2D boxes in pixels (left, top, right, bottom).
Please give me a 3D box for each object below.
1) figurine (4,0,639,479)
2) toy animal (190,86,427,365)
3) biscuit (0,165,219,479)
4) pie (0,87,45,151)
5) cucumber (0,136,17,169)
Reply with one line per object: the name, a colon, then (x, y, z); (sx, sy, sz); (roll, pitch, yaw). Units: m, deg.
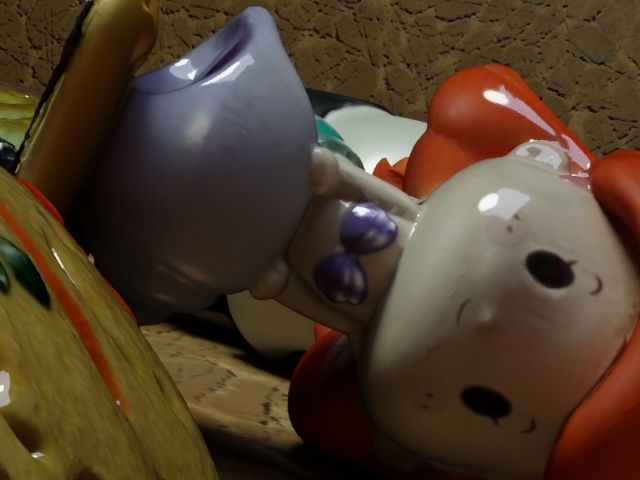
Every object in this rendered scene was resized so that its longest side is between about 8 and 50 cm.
figurine: (0.021, 0.000, 0.683); (0.257, 0.181, 0.208); (27, -29, -9)
toy animal: (0.000, 0.000, 0.920); (0.166, 0.138, 0.179); (-16, 35, -43)
biscuit: (-0.073, 0.020, 0.473); (0.166, 0.036, 0.225); (55, 3, 15)
pie: (-0.273, -0.077, 1.215); (0.302, 0.067, 0.302); (14, 5, -1)
cucumber: (-0.252, -0.035, 0.735); (0.303, 0.081, 0.072); (13, 39, -39)
